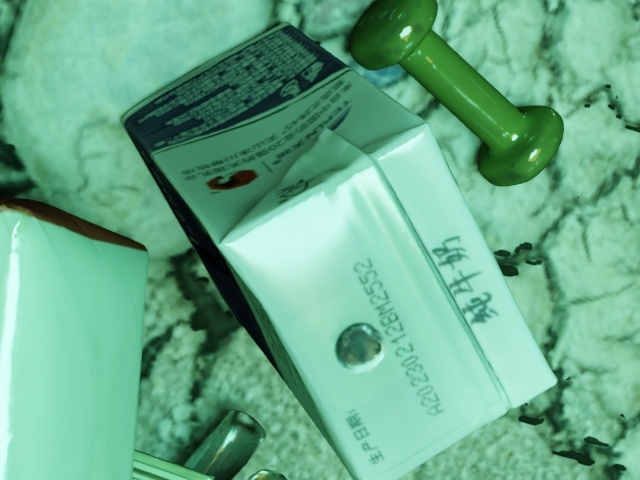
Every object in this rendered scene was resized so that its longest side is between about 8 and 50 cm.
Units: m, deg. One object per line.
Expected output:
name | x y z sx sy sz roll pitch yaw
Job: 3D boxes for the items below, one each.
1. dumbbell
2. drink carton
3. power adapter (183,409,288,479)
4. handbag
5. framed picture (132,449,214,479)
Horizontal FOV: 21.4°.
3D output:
dumbbell | 0.069 -0.076 0.845 0.118 0.052 0.046 40 70 -24
drink carton | 0.000 -0.001 0.755 0.102 0.222 0.134 -29 113 -5
power adapter | -0.093 0.176 0.838 0.125 0.130 0.205 41 92 -23
handbag | -0.233 0.064 0.724 0.298 0.151 0.171 2 85 16
framed picture | -0.154 0.146 0.772 0.183 0.011 0.142 17 85 16
